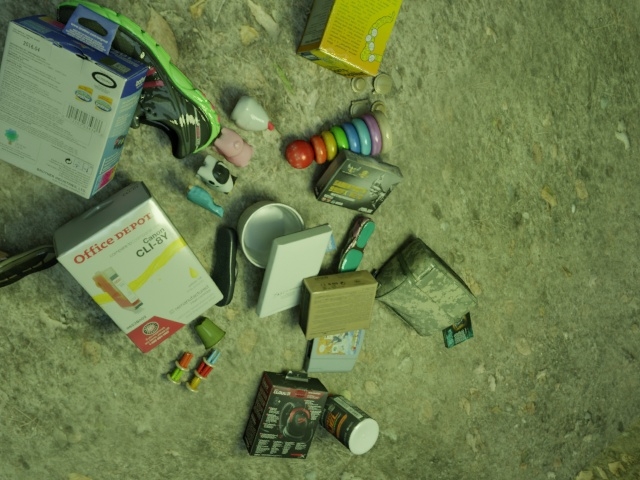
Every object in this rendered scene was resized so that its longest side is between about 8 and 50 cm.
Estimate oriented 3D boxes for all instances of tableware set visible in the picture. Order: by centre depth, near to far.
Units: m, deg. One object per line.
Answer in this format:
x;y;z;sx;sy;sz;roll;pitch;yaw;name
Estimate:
0.160;-0.462;1.673;0.140;0.020;0.169;-1;106;-22;tableware set

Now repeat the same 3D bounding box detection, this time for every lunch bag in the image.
0.351;0.179;1.822;0.305;0.213;0.256;40;104;-23;lunch bag

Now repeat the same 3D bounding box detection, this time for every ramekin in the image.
-0.161;-0.027;1.601;0.207;0.109;0.207;-9;112;-24;ramekin

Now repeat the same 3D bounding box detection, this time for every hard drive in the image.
-0.086;0.098;1.610;0.202;0.040;0.308;-16;138;-36;hard drive

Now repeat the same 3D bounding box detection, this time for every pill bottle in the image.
0.079;0.624;1.805;0.130;0.245;0.131;-9;107;-33;pill bottle

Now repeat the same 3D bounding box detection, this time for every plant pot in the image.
-0.355;0.287;1.636;0.083;0.083;0.079;-39;104;-9;plant pot

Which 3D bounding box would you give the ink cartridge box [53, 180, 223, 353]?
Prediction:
-0.493;0.076;1.428;0.279;0.160;0.385;-35;125;-12;ink cartridge box

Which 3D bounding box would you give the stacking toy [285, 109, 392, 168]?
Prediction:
0.051;-0.297;1.618;0.329;0.141;0.141;-19;111;-9;stacking toy

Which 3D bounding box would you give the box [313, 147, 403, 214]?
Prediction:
0.120;-0.182;1.649;0.230;0.056;0.183;13;134;-33;box

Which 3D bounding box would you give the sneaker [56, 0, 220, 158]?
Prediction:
-0.473;-0.402;1.330;0.483;0.185;0.202;44;77;-25;sneaker

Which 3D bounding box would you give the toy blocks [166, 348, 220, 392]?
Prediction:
-0.400;0.397;1.655;0.123;0.054;0.148;35;89;-27;toy blocks

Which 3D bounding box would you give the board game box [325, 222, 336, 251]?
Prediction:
0.000;0.000;1.731;0.089;0.020;0.090;-22;111;-17;board game box

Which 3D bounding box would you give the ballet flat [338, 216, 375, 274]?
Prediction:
0.112;0.020;1.751;0.076;0.079;0.222;22;95;-33;ballet flat

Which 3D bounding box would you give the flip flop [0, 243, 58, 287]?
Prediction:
-0.827;0.057;1.365;0.276;0.112;0.080;-22;72;-5;flip flop

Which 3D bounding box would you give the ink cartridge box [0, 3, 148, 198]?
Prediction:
-0.586;-0.336;1.218;0.269;0.151;0.396;26;119;-10;ink cartridge box

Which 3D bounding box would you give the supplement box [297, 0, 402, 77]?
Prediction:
0.101;-0.676;1.492;0.195;0.194;0.357;16;98;-25;supplement box

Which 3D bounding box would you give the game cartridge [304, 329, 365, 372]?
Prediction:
0.060;0.327;1.829;0.197;0.062;0.298;6;102;-20;game cartridge

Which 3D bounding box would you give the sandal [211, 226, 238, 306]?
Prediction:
-0.284;0.087;1.603;0.054;0.097;0.255;-4;108;-49;sandal

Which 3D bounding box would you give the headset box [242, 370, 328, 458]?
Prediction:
-0.117;0.592;1.794;0.217;0.110;0.294;14;98;-25;headset box

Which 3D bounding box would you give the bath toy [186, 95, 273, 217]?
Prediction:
-0.252;-0.246;1.496;0.128;0.151;0.349;29;84;-13;bath toy

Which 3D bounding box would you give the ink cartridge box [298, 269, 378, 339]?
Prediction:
0.055;0.208;1.692;0.234;0.088;0.194;-6;124;-23;ink cartridge box

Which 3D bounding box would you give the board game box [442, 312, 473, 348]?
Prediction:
0.532;0.320;2.036;0.126;0.026;0.186;-21;111;-16;board game box
